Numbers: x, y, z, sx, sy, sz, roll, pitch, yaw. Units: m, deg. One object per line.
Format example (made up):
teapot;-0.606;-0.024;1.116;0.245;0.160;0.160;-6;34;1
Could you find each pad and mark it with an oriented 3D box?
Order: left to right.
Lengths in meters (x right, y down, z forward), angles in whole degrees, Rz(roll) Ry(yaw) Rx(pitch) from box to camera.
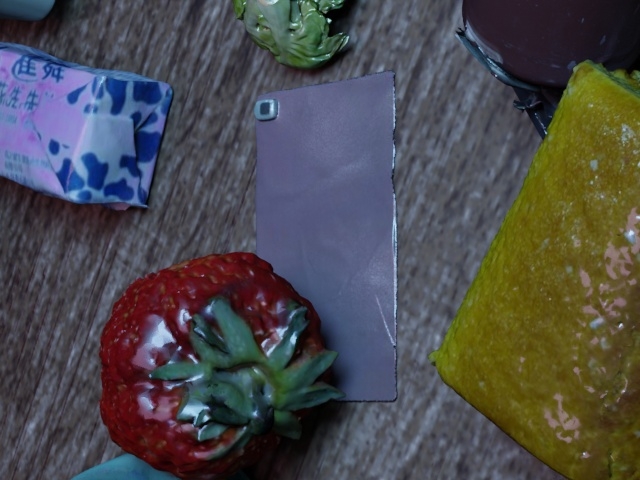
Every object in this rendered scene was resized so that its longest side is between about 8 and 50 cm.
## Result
pad;0.000;0.000;0.966;0.113;0.006;0.188;-6;82;42

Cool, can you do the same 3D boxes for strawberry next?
strawberry;-0.067;0.072;0.948;0.148;0.131;0.131;162;108;-66

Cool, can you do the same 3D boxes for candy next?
candy;-0.177;-0.076;1.096;0.160;0.073;0.092;17;99;43

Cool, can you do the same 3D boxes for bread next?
bread;0.144;0.020;0.761;0.132;0.103;0.172;39;112;39

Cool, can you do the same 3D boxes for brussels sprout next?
brussels sprout;-0.016;-0.145;0.966;0.085;0.058;0.085;-8;73;27

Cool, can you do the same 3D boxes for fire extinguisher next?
fire extinguisher;0.123;-0.149;0.765;0.105;0.104;0.269;53;150;33

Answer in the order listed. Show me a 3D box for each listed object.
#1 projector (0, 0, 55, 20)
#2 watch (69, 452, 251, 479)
projector;-0.258;-0.292;1.191;0.257;0.079;0.259;12;94;43
watch;-0.088;0.225;0.989;0.237;0.068;0.195;47;119;32
